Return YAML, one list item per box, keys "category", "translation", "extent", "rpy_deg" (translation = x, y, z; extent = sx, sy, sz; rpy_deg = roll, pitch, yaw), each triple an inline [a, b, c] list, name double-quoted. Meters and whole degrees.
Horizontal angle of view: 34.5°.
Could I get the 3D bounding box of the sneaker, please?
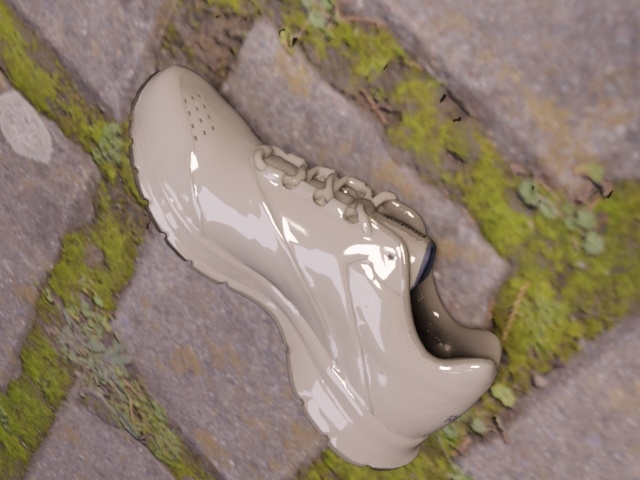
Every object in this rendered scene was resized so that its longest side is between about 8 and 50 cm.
- category: "sneaker"
  translation: [0.000, 0.000, 0.654]
  extent: [0.129, 0.111, 0.297]
  rpy_deg: [-38, 94, 33]
